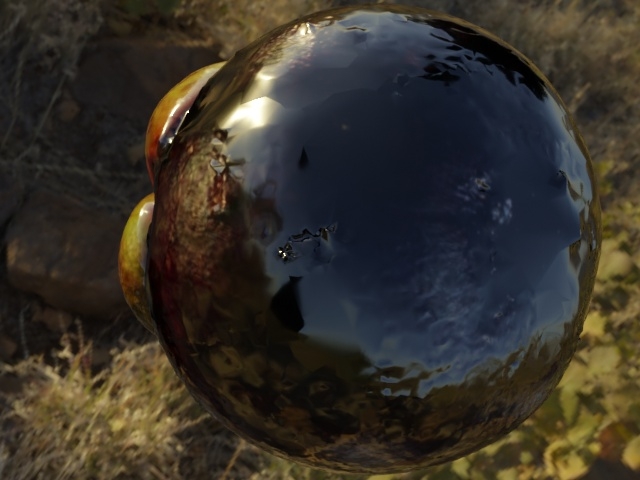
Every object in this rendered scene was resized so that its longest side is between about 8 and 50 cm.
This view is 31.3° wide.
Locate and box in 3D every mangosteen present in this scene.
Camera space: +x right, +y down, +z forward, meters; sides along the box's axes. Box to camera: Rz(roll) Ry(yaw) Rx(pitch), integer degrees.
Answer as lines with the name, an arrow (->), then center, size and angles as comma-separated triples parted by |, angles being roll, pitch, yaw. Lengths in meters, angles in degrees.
mangosteen -> 0.000, 0.000, 0.522 | 0.211, 0.250, 0.211 | 2, 87, -45
